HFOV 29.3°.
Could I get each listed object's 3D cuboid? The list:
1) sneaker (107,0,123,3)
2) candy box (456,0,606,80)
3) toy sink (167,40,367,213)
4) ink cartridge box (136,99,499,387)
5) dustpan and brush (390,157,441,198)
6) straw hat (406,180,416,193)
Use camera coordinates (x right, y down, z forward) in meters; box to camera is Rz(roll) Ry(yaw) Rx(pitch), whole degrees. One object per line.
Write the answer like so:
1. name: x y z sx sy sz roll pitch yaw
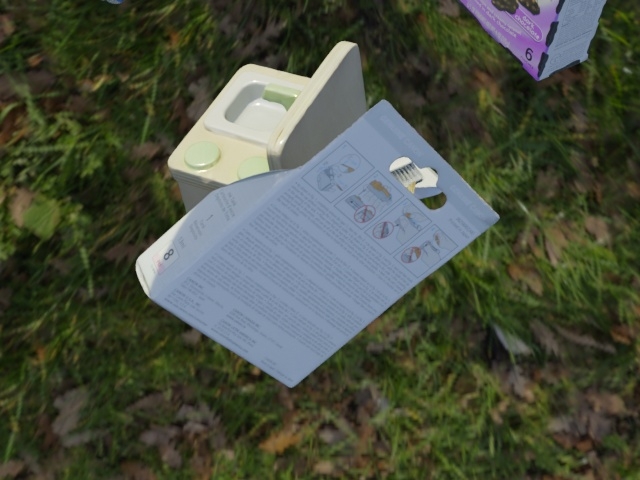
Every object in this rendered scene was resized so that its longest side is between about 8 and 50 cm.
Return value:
1. sneaker: -0.200 -0.444 1.570 0.323 0.130 0.236 -36 137 -2
2. candy box: 0.199 -0.280 1.157 0.070 0.165 0.196 -26 149 -22
3. toy sink: -0.044 -0.068 1.149 0.131 0.153 0.234 17 145 22
4. ink cartridge box: 0.000 0.000 0.973 0.232 0.066 0.189 -43 134 8
5. dustpan and brush: 0.078 -0.097 1.900 0.211 0.147 0.060 -20 121 -11
6. straw hat: 0.079 -0.033 1.744 0.061 0.144 0.144 25 107 -3
